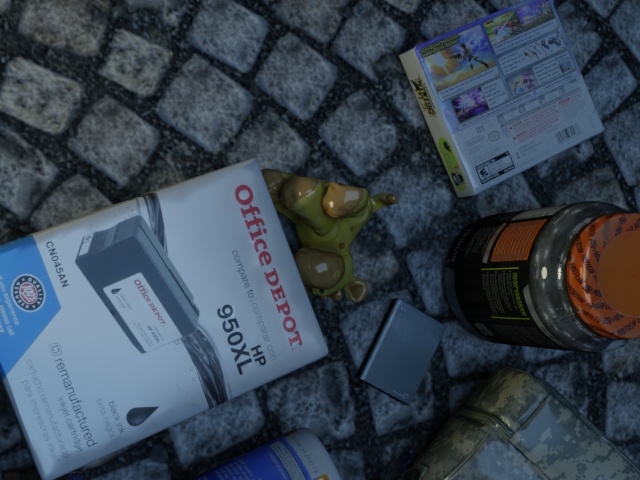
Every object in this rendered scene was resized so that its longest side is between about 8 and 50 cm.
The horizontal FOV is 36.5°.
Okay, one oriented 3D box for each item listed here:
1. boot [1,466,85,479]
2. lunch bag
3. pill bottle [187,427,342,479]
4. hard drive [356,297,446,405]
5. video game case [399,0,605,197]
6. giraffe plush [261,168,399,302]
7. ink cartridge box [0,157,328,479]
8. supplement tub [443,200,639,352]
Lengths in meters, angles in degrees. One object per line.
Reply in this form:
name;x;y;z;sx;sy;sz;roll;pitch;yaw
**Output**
boot;-0.347;0.399;1.244;0.106;0.082;0.219;-5;87;-18
lunch bag;0.294;0.366;1.414;0.305;0.212;0.256;44;79;-6
pill bottle;-0.110;0.372;1.297;0.272;0.152;0.152;-21;95;-20
hard drive;0.122;0.168;1.464;0.094;0.022;0.135;30;78;-17
video game case;0.288;-0.231;1.527;0.269;0.061;0.244;-26;98;-20
giraffe plush;0.000;0.000;1.373;0.210;0.181;0.170;6;96;-55
ink cartridge box;-0.228;0.090;1.259;0.395;0.166;0.285;-22;95;-21
supplement tub;0.338;0.053;1.384;0.207;0.338;0.207;1;88;-21
